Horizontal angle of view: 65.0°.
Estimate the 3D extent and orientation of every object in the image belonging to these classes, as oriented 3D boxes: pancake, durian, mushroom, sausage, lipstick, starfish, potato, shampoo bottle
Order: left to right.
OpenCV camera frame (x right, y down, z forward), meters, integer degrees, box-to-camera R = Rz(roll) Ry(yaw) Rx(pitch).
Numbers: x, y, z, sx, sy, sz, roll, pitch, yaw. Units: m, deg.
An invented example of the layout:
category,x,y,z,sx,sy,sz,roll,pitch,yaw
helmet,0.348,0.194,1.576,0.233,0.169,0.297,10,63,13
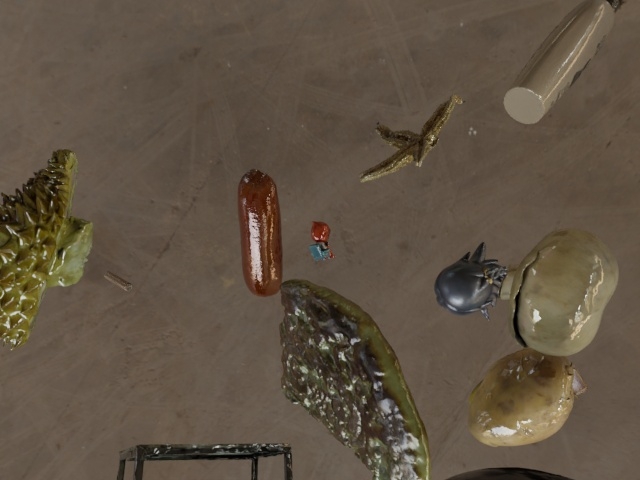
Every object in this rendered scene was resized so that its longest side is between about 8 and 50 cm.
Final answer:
category,x,y,z,sx,sy,sz,roll,pitch,yaw
durian,-0.388,0.027,0.669,0.172,0.166,0.306,38,116,20
lipstick,-0.437,0.087,1.084,0.094,0.019,0.018,18,79,39
sausage,-0.125,-0.005,1.049,0.083,0.299,0.089,-22,38,-29
pancake,0.052,0.261,0.915,0.427,0.067,0.304,36,126,39
starfish,0.310,-0.357,1.784,0.324,0.082,0.431,-8,42,39
potato,0.385,0.305,0.952,0.234,0.128,0.161,-63,35,10
mushroom,0.275,0.058,0.593,0.123,0.154,0.154,18,79,41
shampoo bottle,0.394,-0.301,0.804,0.078,0.127,0.256,34,77,22

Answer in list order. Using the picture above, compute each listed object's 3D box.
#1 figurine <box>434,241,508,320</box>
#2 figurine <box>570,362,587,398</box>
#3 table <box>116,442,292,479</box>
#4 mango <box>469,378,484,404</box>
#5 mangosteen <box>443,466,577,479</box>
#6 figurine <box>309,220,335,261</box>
category,x,y,z,sx,sy,sz,roll,pitch,yaw
figurine,0.476,0.129,1.548,0.265,0.197,0.175,-31,52,-27
figurine,0.549,0.325,1.185,0.098,0.154,0.082,-33,104,3
table,-0.252,0.583,1.061,0.222,0.335,0.272,-40,46,51
mango,0.521,0.450,1.497,0.191,0.122,0.085,-47,53,16
mangosteen,0.170,0.419,0.435,0.382,0.435,0.381,14,107,54
figurine,0.000,0.000,1.699,0.068,0.075,0.140,-4,100,52
